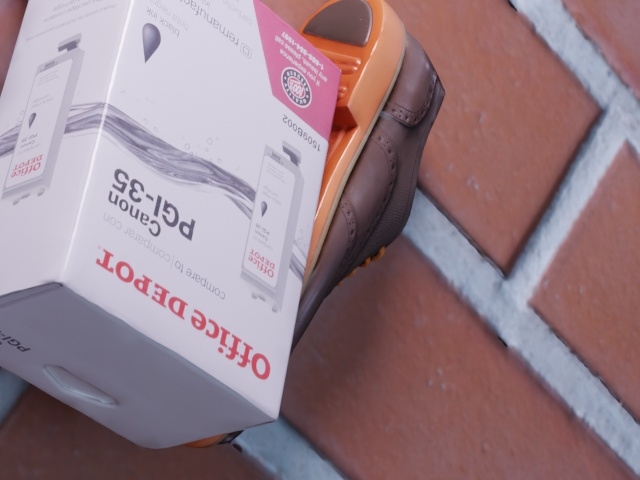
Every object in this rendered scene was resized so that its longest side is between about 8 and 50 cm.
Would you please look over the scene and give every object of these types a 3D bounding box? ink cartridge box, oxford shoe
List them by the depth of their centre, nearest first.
[{"bbox_3d":[-0.107,-0.034,1.126,0.207,0.117,0.283,37,50,-39],"label":"ink cartridge box"},{"bbox_3d":[0.000,0.000,1.268,0.132,0.130,0.364,38,71,-39],"label":"oxford shoe"}]
